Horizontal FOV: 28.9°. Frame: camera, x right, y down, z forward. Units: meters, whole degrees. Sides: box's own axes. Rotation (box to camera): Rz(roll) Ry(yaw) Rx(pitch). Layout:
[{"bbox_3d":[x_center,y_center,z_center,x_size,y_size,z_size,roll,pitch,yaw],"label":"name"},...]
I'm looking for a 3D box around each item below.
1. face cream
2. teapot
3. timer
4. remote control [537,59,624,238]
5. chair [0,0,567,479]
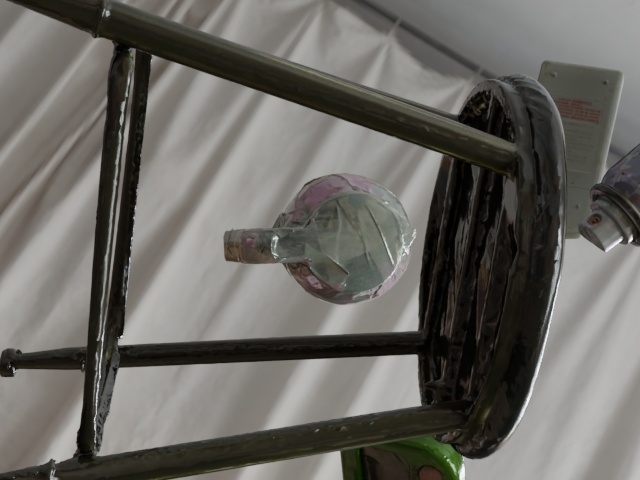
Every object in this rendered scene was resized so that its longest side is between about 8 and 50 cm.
[{"bbox_3d":[0.321,-0.073,1.082,0.075,0.229,0.075,49,-6,7],"label":"face cream"},{"bbox_3d":[0.007,-0.013,1.488,0.222,0.163,0.178,22,-1,-5],"label":"teapot"},{"bbox_3d":[0.084,0.239,1.247,0.128,0.047,0.140,11,-51,23],"label":"timer"},{"bbox_3d":[0.246,-0.092,1.248,0.087,0.190,0.029,10,-20,16],"label":"remote control"},{"bbox_3d":[-0.049,0.000,0.956,0.410,0.364,0.362,7,9,-7],"label":"chair"}]
